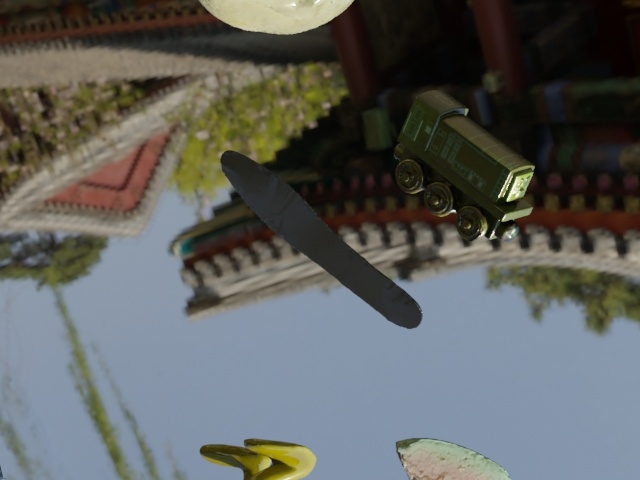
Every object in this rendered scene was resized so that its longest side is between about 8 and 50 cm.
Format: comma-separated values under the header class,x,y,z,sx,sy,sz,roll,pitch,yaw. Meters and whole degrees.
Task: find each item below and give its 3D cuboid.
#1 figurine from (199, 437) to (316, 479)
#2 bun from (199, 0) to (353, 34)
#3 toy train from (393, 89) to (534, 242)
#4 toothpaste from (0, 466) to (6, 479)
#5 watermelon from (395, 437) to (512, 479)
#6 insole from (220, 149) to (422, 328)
class,x,y,z,sx,sy,sz,roll,pitch,yaw
figurine,-0.167,0.399,1.410,0.283,0.338,0.204,12,161,-17
bun,-0.021,-0.295,1.095,0.239,0.239,0.141,-27,-133,-22
toy train,0.199,-0.097,1.651,0.090,0.137,0.225,-14,-134,-46
toothpaste,-0.430,0.237,1.147,0.066,0.053,0.272,-33,161,29
watermelon,0.126,0.237,1.149,0.101,0.155,0.080,-26,-163,24
insole,0.000,0.000,0.701,0.002,0.153,0.053,-50,178,-30
